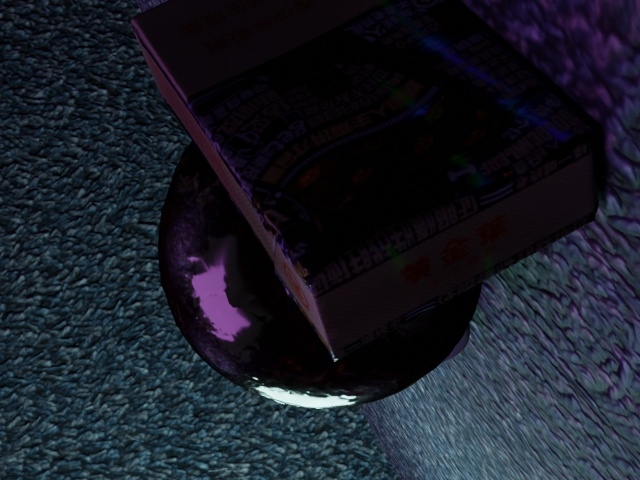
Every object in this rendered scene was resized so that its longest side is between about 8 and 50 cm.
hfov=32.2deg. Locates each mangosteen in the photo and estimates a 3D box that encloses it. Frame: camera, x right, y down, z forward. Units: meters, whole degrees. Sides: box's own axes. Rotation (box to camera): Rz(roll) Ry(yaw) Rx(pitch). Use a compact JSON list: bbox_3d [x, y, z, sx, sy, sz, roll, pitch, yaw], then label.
[{"bbox_3d":[0.000,0.000,0.931,0.288,0.288,0.288,59,171,14],"label":"mangosteen"}]

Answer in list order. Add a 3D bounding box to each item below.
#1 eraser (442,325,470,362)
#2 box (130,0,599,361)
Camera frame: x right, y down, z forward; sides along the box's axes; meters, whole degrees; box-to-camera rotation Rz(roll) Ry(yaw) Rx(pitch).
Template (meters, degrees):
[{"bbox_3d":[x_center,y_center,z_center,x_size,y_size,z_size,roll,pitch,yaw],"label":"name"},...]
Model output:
[{"bbox_3d":[0.058,0.022,1.225,0.189,0.104,0.290,59,173,-13],"label":"eraser"},{"bbox_3d":[0.019,-0.089,0.754,0.310,0.198,0.084,55,168,41],"label":"box"}]
